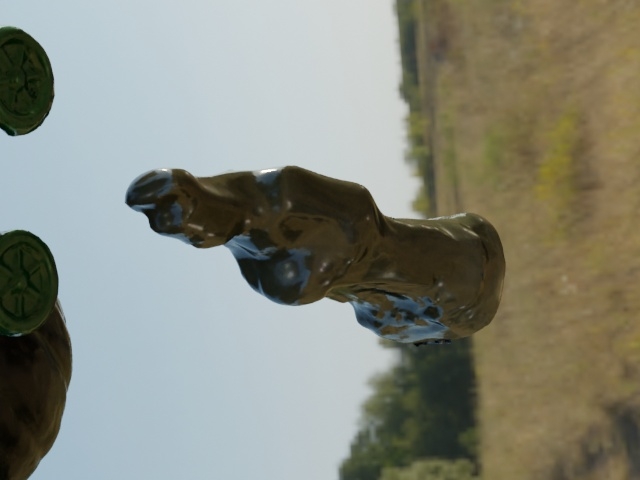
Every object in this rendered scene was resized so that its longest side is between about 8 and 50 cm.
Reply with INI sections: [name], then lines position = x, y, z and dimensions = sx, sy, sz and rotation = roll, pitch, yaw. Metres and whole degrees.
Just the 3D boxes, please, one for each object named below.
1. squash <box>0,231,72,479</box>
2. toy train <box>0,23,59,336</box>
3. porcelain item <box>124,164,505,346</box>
[squash]
position = -0.217, 0.069, 0.699
dimensions = 0.156, 0.193, 0.193
rotation = 90, -178, -47
[toy train]
position = -0.176, -0.018, 0.536
dimensions = 0.136, 0.091, 0.227
rotation = -8, -84, -61
[porcelain item]
position = 0.000, 0.000, 0.666
dimensions = 0.216, 0.081, 0.069
rotation = 19, -109, -48
